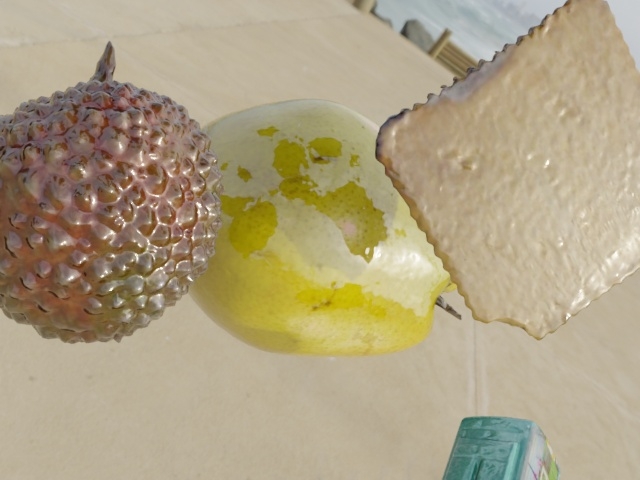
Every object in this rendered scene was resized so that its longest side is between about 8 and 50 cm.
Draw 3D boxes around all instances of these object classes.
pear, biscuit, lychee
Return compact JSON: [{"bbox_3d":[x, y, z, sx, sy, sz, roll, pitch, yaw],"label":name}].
[{"bbox_3d":[-0.002,-0.011,0.686,0.336,0.285,0.285,2,25,8],"label":"pear"},{"bbox_3d":[0.189,-0.049,0.516,0.237,0.232,0.013,57,-6,-14],"label":"biscuit"},{"bbox_3d":[-0.146,-0.032,0.402,0.165,0.165,0.197,1,73,-51],"label":"lychee"}]

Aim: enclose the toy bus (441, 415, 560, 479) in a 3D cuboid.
[{"bbox_3d":[0.127,0.257,0.490,0.262,0.091,0.109,-55,129,-46],"label":"toy bus"}]
